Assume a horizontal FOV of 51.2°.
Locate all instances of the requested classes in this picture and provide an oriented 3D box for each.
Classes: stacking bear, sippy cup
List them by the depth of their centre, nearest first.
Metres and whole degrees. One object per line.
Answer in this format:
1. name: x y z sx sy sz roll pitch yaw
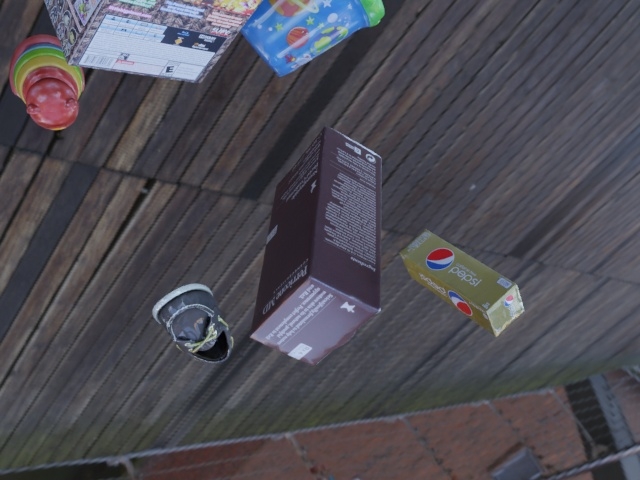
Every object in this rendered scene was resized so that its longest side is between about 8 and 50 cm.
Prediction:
1. sippy cup: -0.041 -0.427 1.206 0.224 0.240 0.305 -39 137 6
2. stacking bear: -0.629 -0.355 1.555 0.175 0.289 0.164 -8 127 -21

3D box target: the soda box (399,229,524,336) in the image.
1. soda box: 0.195 0.056 0.943 0.058 0.181 0.061 -40 132 -11

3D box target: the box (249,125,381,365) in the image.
1. box: 0.000 0.000 1.165 0.143 0.381 0.191 26 131 -21

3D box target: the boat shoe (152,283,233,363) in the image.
1. boat shoe: -0.168 0.122 0.936 0.081 0.069 0.228 -32 162 -6

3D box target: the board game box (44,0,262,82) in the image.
1. board game box: -0.216 -0.381 0.946 0.232 0.141 0.291 -5 152 -47
